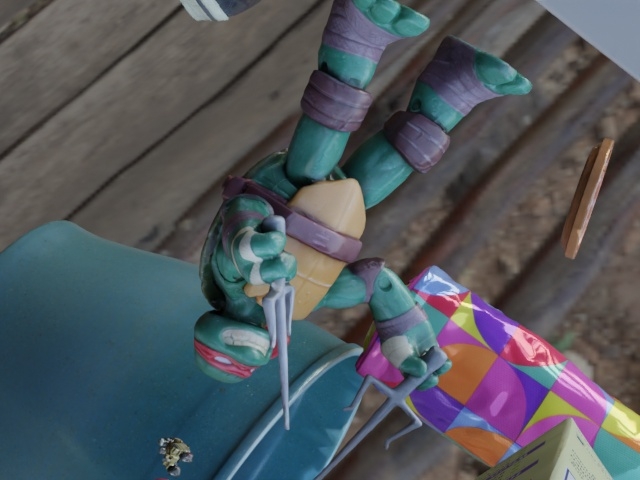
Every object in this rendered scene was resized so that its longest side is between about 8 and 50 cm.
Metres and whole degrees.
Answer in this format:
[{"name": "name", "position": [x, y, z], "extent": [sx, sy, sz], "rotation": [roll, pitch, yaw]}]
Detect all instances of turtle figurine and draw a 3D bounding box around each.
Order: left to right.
[{"name": "turtle figurine", "position": [0.000, 0.000, 0.835], "extent": [0.175, 0.118, 0.234], "rotation": [18, 102, -57]}]

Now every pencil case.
[{"name": "pencil case", "position": [0.139, 0.114, 1.190], "extent": [0.236, 0.104, 0.104], "rotation": [35, 72, 3]}]

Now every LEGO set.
[{"name": "LEGO set", "position": [-0.072, 0.111, 0.647], "extent": [0.023, 0.054, 0.083], "rotation": [18, 68, -14]}]

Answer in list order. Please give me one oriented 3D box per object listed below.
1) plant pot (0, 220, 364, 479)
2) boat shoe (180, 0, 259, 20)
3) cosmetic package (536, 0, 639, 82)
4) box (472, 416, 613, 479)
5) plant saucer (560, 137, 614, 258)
[{"name": "plant pot", "position": [-0.143, 0.123, 1.293], "extent": [0.255, 0.271, 0.271], "rotation": [34, 70, 15]}, {"name": "boat shoe", "position": [-0.114, -0.348, 1.699], "extent": [0.156, 0.500, 0.187], "rotation": [-20, 78, 5]}, {"name": "cosmetic package", "position": [0.087, -0.098, 0.507], "extent": [0.099, 0.239, 0.060], "rotation": [1, 127, -52]}, {"name": "box", "position": [0.062, 0.207, 0.847], "extent": [0.213, 0.243, 0.117], "rotation": [-35, 86, 10]}, {"name": "plant saucer", "position": [0.176, -0.029, 1.152], "extent": [0.013, 0.083, 0.083], "rotation": [19, 77, 9]}]
